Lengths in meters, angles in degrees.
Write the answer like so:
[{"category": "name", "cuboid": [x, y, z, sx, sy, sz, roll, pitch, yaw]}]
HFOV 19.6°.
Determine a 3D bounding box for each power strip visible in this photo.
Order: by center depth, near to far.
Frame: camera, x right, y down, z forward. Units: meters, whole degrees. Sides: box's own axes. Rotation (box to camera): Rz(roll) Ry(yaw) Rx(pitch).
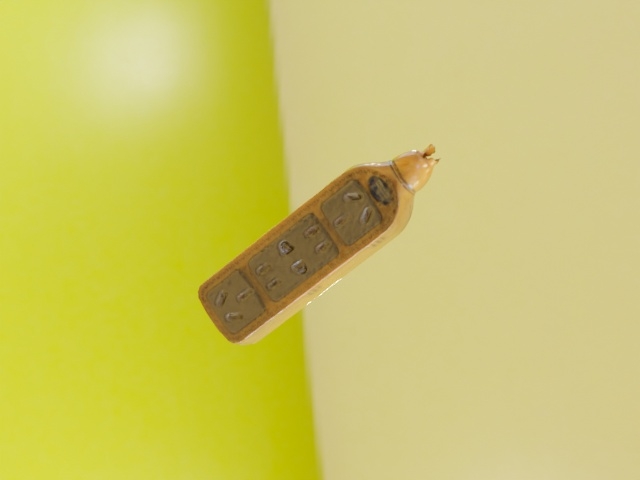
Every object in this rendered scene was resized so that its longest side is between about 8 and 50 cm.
[{"category": "power strip", "cuboid": [0.000, 0.000, 1.107, 0.178, 0.028, 0.049, -38, -99, 14]}]
